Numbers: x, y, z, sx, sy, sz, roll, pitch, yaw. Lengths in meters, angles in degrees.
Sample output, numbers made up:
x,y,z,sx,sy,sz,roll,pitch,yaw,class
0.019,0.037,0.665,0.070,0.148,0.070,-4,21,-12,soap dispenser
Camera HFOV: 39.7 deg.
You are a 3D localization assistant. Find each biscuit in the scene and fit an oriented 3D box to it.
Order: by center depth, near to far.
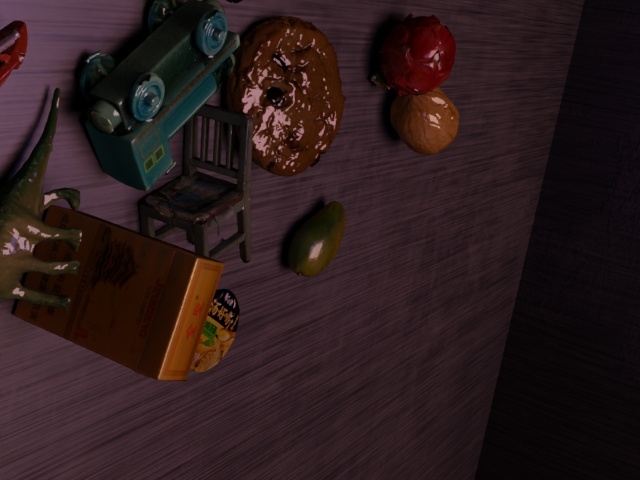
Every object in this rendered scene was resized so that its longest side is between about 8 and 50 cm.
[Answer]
x,y,z,sx,sy,sz,roll,pitch,yaw,class
-0.053,-0.261,1.621,0.296,0.075,0.296,-12,107,-45,biscuit

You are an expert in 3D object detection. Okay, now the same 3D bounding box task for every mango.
x,y,z,sx,sy,sz,roll,pitch,yaw,class
-0.001,0.004,1.912,0.191,0.085,0.122,-43,137,-41,mango

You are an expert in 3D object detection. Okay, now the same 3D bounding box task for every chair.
x,y,z,sx,sy,sz,roll,pitch,yaw,class
-0.203,-0.071,1.454,0.147,0.136,0.271,-37,138,-49,chair

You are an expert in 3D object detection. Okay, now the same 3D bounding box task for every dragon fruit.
x,y,z,sx,sy,sz,roll,pitch,yaw,class
0.213,-0.410,1.969,0.209,0.172,0.172,-53,149,-6,dragon fruit

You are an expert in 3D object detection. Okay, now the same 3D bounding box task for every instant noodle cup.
x,y,z,sx,sy,sz,roll,pitch,yaw,class
-0.230,0.140,1.548,0.151,0.122,0.151,-34,133,-46,instant noodle cup

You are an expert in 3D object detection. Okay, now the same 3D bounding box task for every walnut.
x,y,z,sx,sy,sz,roll,pitch,yaw,class
0.247,-0.292,2.113,0.159,0.159,0.207,-63,144,-15,walnut

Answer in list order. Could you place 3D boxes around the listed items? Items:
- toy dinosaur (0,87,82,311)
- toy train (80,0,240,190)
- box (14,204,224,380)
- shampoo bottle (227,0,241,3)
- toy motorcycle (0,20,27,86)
x,y,z,sx,sy,sz,roll,pitch,yaw,class
-0.466,0.006,1.146,0.300,0.087,0.447,5,79,-22,toy dinosaur
-0.234,-0.233,1.339,0.298,0.120,0.194,-53,154,-31,toy train
-0.286,0.071,1.243,0.076,0.274,0.174,15,92,-64,box
-0.185,-0.443,1.303,0.278,0.104,0.104,35,75,-60,shampoo bottle
-0.442,-0.142,1.039,0.171,0.089,0.298,23,85,-63,toy motorcycle
